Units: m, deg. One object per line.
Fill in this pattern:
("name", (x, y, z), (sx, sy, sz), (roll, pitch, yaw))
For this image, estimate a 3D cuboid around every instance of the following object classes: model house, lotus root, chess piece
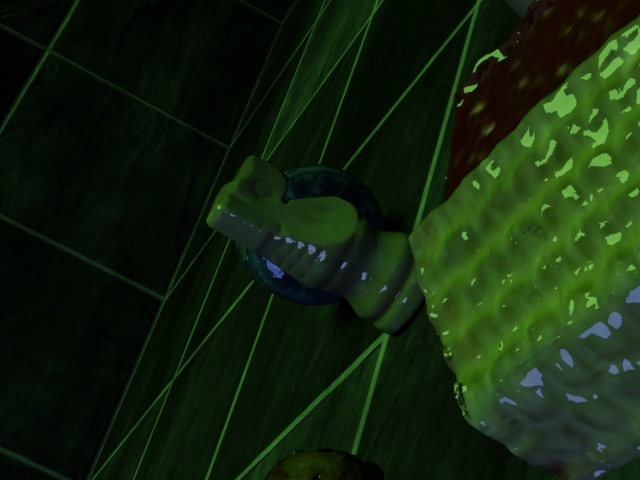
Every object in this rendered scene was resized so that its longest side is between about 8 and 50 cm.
("model house", (0.151, -0.019, 0.584), (0.196, 0.160, 0.254), (-46, 13, 37))
("lotus root", (-0.009, 0.238, 0.950), (0.108, 0.094, 0.190), (75, -157, -51))
("chess piece", (0.000, 0.000, 1.186), (0.090, 0.200, 0.090), (-57, 12, 19))

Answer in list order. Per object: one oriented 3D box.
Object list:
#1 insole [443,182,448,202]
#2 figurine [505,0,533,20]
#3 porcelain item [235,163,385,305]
("insole", (0.136, -0.048, 1.174), (0.110, 0.012, 0.309), (-52, 15, 39))
("figurine", (0.193, -0.216, 0.918), (0.173, 0.173, 0.173), (-58, 12, 19))
("porcelain item", (-0.011, -0.006, 1.393), (0.147, 0.147, 0.114), (-63, 13, -4))
